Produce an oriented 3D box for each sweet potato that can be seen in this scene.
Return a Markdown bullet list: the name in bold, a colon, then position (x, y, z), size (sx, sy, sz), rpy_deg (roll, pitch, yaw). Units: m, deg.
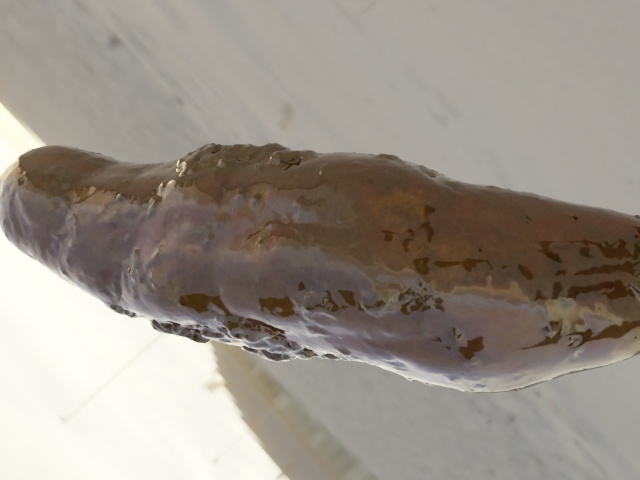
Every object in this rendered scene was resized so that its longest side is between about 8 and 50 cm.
- **sweet potato**: position (-0.003, 0.006, 0.606), size (0.106, 0.355, 0.095), rpy_deg (-44, -46, -57)
